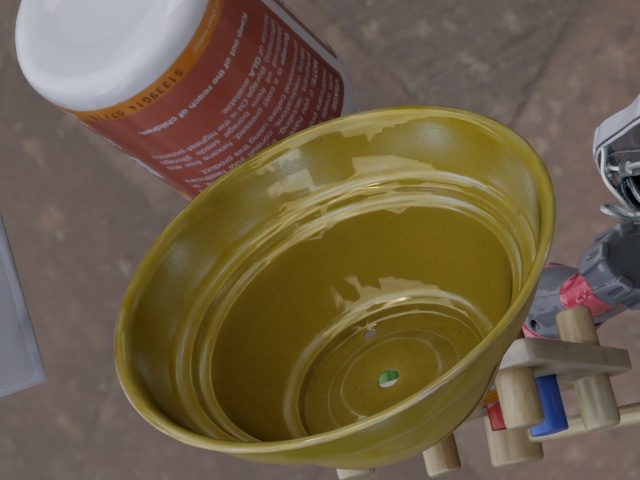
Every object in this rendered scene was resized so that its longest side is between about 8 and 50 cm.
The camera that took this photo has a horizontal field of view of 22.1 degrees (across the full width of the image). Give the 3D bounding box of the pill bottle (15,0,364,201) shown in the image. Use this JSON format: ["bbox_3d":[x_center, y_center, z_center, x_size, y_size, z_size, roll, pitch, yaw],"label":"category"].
[{"bbox_3d":[-0.057,-0.084,0.904,0.121,0.121,0.216,21,169,38],"label":"pill bottle"}]

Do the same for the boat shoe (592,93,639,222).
[{"bbox_3d":[0.325,-0.063,1.573,0.113,0.105,0.306,13,171,-3],"label":"boat shoe"}]

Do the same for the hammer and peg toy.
[{"bbox_3d":[0.177,0.147,1.628,0.266,0.361,0.127,-21,73,29],"label":"hammer and peg toy"}]

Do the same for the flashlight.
[{"bbox_3d":[0.268,0.048,1.664,0.103,0.103,0.304,48,165,5],"label":"flashlight"}]

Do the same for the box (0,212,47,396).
[{"bbox_3d":[-0.301,0.036,0.849,0.262,0.231,0.127,7,115,62],"label":"box"}]

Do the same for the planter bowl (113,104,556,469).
[{"bbox_3d":[0.019,0.041,0.772,0.217,0.217,0.090,14,144,42],"label":"planter bowl"}]
